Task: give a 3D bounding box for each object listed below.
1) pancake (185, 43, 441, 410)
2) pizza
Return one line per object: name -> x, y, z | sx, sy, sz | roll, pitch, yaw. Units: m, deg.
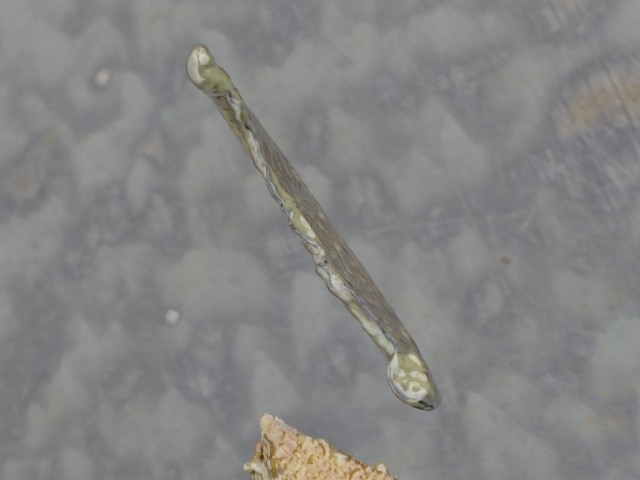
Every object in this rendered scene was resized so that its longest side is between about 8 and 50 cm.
pancake -> 0.000, 0.000, 0.710 | 0.020, 0.184, 0.190 | -34, 46, 1
pizza -> 0.009, 0.210, 1.149 | 0.188, 0.062, 0.199 | -34, 94, -17
